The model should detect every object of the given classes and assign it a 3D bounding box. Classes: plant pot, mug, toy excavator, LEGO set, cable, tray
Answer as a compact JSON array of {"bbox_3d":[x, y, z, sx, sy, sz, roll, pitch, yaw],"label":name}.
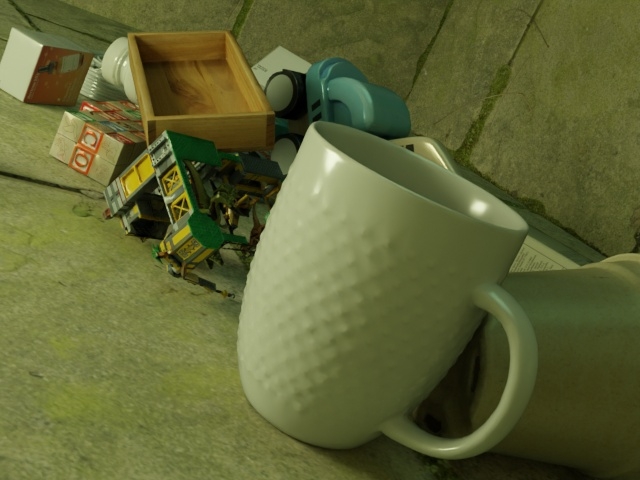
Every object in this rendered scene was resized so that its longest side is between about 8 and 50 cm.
[{"bbox_3d":[0.293,0.167,1.221,0.305,0.333,0.334,7,21,-21],"label":"plant pot"},{"bbox_3d":[0.080,0.089,1.037,0.374,0.328,0.276,35,18,32],"label":"mug"},{"bbox_3d":[0.120,-0.195,1.873,0.445,0.432,0.222,-12,-11,41],"label":"toy excavator"},{"bbox_3d":[-0.178,-0.016,1.392,0.331,0.192,0.255,-3,61,-54],"label":"LEGO set"},{"bbox_3d":[-0.490,-0.385,2.207,0.257,0.089,0.257,25,14,-4],"label":"cable"},{"bbox_3d":[-0.223,-0.270,1.596,0.203,0.076,0.411,-5,32,-14],"label":"tray"}]

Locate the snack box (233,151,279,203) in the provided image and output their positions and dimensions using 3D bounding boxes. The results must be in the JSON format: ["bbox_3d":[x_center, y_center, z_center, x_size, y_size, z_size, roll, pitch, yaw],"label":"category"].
[{"bbox_3d":[-0.172,-0.185,2.045,0.187,0.060,0.322,8,27,-48],"label":"snack box"}]

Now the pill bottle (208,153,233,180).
[{"bbox_3d":[-0.288,-0.215,1.910,0.193,0.108,0.108,29,15,16],"label":"pill bottle"}]

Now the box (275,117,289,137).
[{"bbox_3d":[-0.161,-0.277,2.114,0.100,0.060,0.244,40,19,32],"label":"box"}]

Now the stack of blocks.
[{"bbox_3d":[-0.385,-0.190,1.710,0.171,0.087,0.297,28,15,10],"label":"stack of blocks"}]

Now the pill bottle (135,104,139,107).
[{"bbox_3d":[-0.296,-0.321,1.988,0.208,0.117,0.117,-3,0,30],"label":"pill bottle"}]

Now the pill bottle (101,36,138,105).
[{"bbox_3d":[-0.327,-0.325,1.840,0.229,0.131,0.131,28,15,17],"label":"pill bottle"}]

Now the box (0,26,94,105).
[{"bbox_3d":[-0.583,-0.364,1.904,0.091,0.130,0.170,31,17,18],"label":"box"}]

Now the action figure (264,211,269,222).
[{"bbox_3d":[0.000,0.000,1.722,0.232,0.063,0.137,23,5,-10],"label":"action figure"}]

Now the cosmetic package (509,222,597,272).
[{"bbox_3d":[0.300,0.036,1.537,0.309,0.160,0.113,36,19,29],"label":"cosmetic package"}]

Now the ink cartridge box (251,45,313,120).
[{"bbox_3d":[-0.039,-0.314,2.306,0.223,0.129,0.307,37,-18,35],"label":"ink cartridge box"}]
